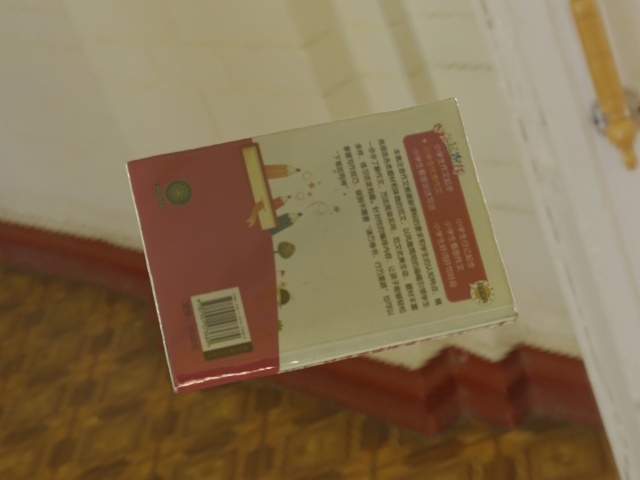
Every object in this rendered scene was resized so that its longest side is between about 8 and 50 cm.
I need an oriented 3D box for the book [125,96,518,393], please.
[{"bbox_3d":[0.000,0.000,1.033,0.231,0.162,0.022,-11,-16,-10],"label":"book"}]
